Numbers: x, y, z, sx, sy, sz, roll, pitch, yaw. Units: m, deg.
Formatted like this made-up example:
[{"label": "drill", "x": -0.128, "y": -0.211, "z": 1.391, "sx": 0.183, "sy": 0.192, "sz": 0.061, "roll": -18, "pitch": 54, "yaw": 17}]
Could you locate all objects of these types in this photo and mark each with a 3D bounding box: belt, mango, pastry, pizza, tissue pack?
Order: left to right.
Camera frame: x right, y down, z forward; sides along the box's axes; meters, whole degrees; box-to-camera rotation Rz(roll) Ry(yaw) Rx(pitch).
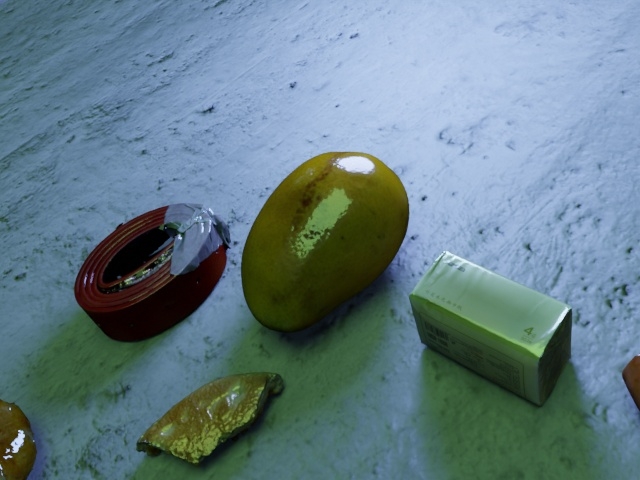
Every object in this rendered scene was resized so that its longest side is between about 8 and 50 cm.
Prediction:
[{"label": "pastry", "x": -0.600, "y": 0.362, "z": 1.253, "sx": 0.218, "sy": 0.100, "sz": 0.229, "roll": 26, "pitch": 34, "yaw": 7}, {"label": "belt", "x": -0.333, "y": 0.051, "z": 1.467, "sx": 0.324, "sy": 0.115, "sz": 0.227, "roll": -40, "pitch": 51, "yaw": -18}, {"label": "pizza", "x": -0.185, "y": 0.303, "z": 1.243, "sx": 0.271, "sy": 0.056, "sz": 0.134, "roll": -33, "pitch": 46, "yaw": -12}, {"label": "mango", "x": 0.000, "y": 0.000, "z": 1.335, "sx": 0.264, "sy": 0.221, "sz": 0.378, "roll": 28, "pitch": 72, "yaw": 30}, {"label": "tissue pack", "x": 0.272, "y": 0.136, "z": 1.163, "sx": 0.234, "sy": 0.159, "sz": 0.125, "roll": 25, "pitch": 62, "yaw": 34}]

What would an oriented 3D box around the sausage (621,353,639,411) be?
[{"label": "sausage", "x": 0.525, "y": 0.269, "z": 1.002, "sx": 0.113, "sy": 0.113, "sz": 0.259, "roll": -19, "pitch": 46, "yaw": 2}]
